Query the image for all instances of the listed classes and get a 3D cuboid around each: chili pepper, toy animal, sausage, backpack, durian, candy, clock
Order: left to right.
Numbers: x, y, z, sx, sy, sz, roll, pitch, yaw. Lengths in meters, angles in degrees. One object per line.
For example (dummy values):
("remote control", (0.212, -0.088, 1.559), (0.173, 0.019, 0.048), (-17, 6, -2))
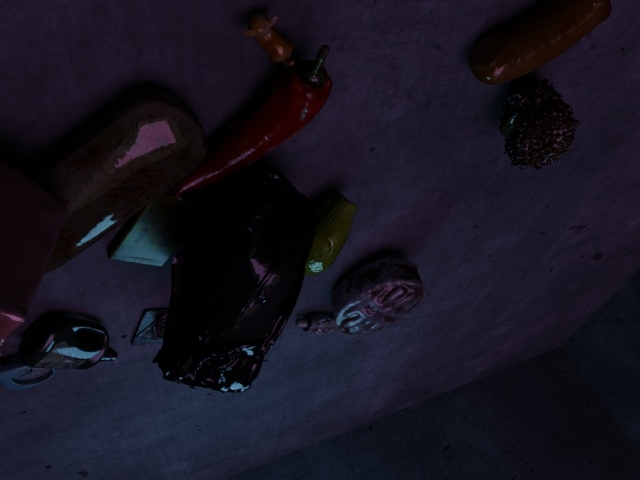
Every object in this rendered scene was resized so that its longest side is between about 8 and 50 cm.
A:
("clock", (-0.664, 0.294, 1.250), (0.147, 0.045, 0.108), (-18, 148, -15))
("backpack", (-0.159, 0.067, 1.040), (0.255, 0.363, 0.445), (24, 121, -14))
("chili pepper", (-0.094, -0.190, 0.902), (0.368, 0.092, 0.137), (-40, -172, 28))
("toy animal", (-0.077, -0.303, 0.809), (0.060, 0.081, 0.083), (-30, 168, 9))
("durian", (0.000, 0.000, 1.232), (0.101, 0.139, 0.250), (28, 119, -3))
("candy", (0.163, 0.160, 1.560), (0.289, 0.157, 0.214), (-36, 133, 26))
("durian", (0.462, -0.254, 1.159), (0.167, 0.196, 0.196), (-28, 148, 6))
("sausage", (0.407, -0.385, 1.019), (0.270, 0.109, 0.109), (-30, 148, 4))

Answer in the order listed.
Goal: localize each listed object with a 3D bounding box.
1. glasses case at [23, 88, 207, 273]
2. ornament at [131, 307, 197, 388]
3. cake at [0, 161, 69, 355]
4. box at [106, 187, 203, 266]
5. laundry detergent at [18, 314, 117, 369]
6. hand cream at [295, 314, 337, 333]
("glasses case", (-0.376, -0.084, 0.872), (0.425, 0.098, 0.156), (-33, 140, 10))
("ornament", (-0.351, 0.278, 1.317), (0.153, 0.196, 0.166), (-2, 139, -35))
("cake", (-0.535, 0.048, 0.692), (0.314, 0.293, 0.307), (31, 118, -34))
("box", (-0.320, -0.024, 1.063), (0.121, 0.030, 0.193), (14, 130, -46))
("laundry detergent", (-0.550, 0.240, 1.226), (0.144, 0.078, 0.222), (-47, 144, 12))
("hand cream", (0.022, 0.258, 1.701), (0.257, 0.050, 0.084), (9, 131, -47))
